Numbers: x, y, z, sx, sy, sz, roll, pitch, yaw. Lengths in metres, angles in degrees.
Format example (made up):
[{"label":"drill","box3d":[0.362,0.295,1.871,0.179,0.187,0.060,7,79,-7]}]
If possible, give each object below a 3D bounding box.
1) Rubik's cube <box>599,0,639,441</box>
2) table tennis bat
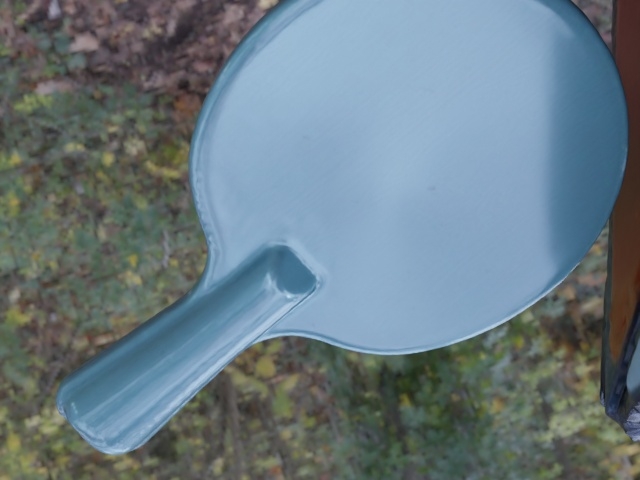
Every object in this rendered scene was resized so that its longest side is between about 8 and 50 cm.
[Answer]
[{"label":"Rubik's cube","box3d":[0.251,-0.054,0.375,0.248,0.250,0.246,12,153,-5]},{"label":"table tennis bat","box3d":[0.000,0.000,0.417,0.244,0.040,0.153,-39,115,14]}]
